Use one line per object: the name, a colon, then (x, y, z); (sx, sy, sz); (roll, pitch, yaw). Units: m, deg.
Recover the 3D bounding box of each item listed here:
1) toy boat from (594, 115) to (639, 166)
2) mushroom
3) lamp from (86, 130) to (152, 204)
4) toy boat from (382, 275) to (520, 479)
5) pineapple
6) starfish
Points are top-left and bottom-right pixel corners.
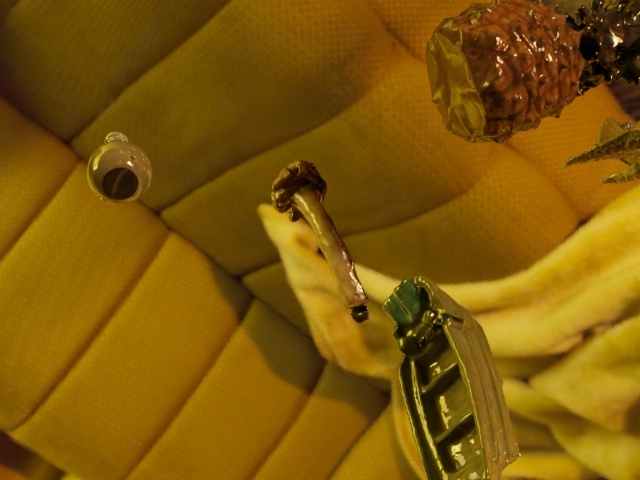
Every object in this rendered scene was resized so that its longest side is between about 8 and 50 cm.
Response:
toy boat: (0.663, -0.186, 1.825); (0.089, 0.121, 0.321); (31, -168, -21)
mushroom: (0.000, 0.000, 0.941); (0.060, 0.061, 0.187); (90, 157, -66)
lamp: (-0.295, -0.117, 1.337); (0.091, 0.091, 0.163); (47, -171, -33)
toy boat: (0.148, 0.169, 1.042); (0.084, 0.276, 0.111); (16, 133, -34)
pineapple: (0.219, -0.170, 0.817); (0.128, 0.248, 0.128); (54, 155, 41)
starfish: (0.582, -0.176, 1.462); (0.078, 0.347, 0.358); (65, 152, 24)
